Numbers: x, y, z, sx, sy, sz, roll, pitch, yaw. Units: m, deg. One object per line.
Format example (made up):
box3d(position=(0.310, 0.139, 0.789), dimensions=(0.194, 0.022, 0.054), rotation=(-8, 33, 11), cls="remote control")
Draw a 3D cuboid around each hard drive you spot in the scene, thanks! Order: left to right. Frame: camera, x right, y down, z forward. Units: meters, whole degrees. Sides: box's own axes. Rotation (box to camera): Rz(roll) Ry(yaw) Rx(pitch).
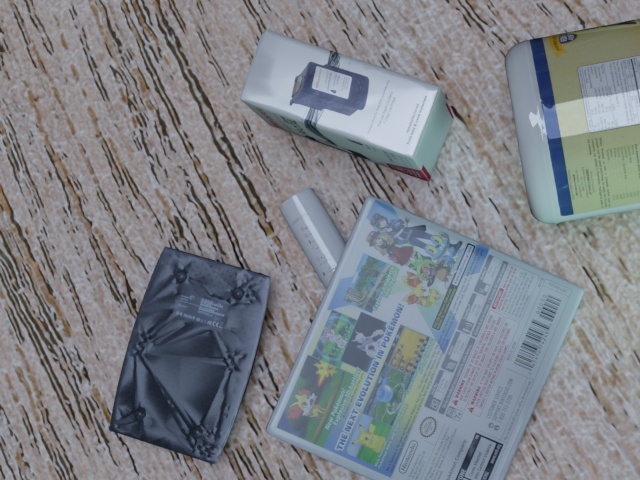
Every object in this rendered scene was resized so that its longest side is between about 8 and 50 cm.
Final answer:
box3d(position=(-0.167, 0.151, 1.696), dimensions=(0.172, 0.054, 0.255), rotation=(15, 86, 13), cls="hard drive")

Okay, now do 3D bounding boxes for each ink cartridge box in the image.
box3d(position=(0.036, -0.170, 1.636), dimensions=(0.237, 0.172, 0.100), rotation=(20, 87, 13), cls="ink cartridge box")

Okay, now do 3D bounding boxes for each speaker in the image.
box3d(position=(0.000, 0.000, 1.681), dimensions=(0.055, 0.055, 0.136), rotation=(-32, 77, 6), cls="speaker")

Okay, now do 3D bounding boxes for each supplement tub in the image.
box3d(position=(0.393, -0.152, 1.532), dimensions=(0.316, 0.228, 0.228), rotation=(-10, 81, 10), cls="supplement tub")

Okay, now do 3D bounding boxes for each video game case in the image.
box3d(position=(0.131, 0.151, 1.617), dimensions=(0.300, 0.036, 0.329), rotation=(24, 88, 2), cls="video game case")
